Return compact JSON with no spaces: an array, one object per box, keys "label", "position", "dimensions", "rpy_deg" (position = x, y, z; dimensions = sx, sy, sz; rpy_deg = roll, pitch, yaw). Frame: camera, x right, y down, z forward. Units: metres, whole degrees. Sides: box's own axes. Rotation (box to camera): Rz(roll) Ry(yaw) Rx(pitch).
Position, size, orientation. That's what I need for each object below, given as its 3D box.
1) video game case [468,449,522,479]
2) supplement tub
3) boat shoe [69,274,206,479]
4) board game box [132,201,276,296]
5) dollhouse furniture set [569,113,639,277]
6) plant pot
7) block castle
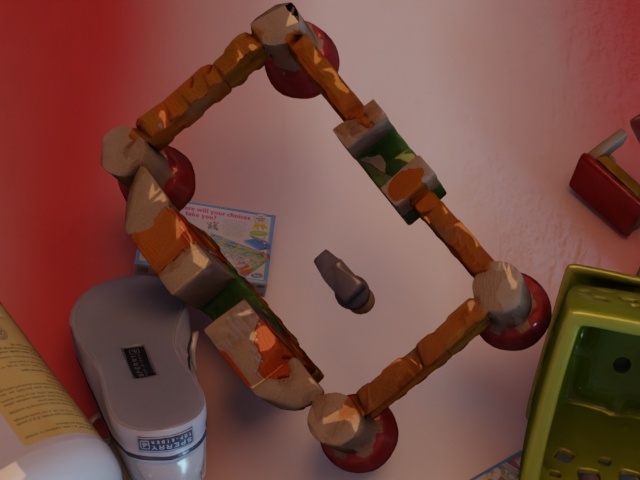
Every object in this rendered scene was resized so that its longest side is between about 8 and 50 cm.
[{"label":"video game case","position":[0.222,0.314,2.032],"dimensions":[0.119,0.015,0.166],"rpy_deg":[-25,62,-27]},{"label":"supplement tub","position":[-0.343,0.219,1.850],"dimensions":[0.241,0.241,0.331],"rpy_deg":[-27,62,-28]},{"label":"boat shoe","position":[-0.178,0.172,1.994],"dimensions":[0.135,0.156,0.367],"rpy_deg":[-10,26,-12]},{"label":"board game box","position":[-0.133,0.005,2.191],"dimensions":[0.154,0.026,0.103],"rpy_deg":[10,52,-4]},{"label":"dollhouse furniture set","position":[0.444,-0.001,2.199],"dimensions":[0.152,0.201,0.374],"rpy_deg":[-34,66,-31]},{"label":"plant pot","position":[0.338,0.158,2.031],"dimensions":[0.228,0.227,0.207],"rpy_deg":[12,20,-2]},{"label":"block castle","position":[0.000,0.000,2.033],"dimensions":[0.303,0.213,0.453],"rpy_deg":[-40,74,1]}]
